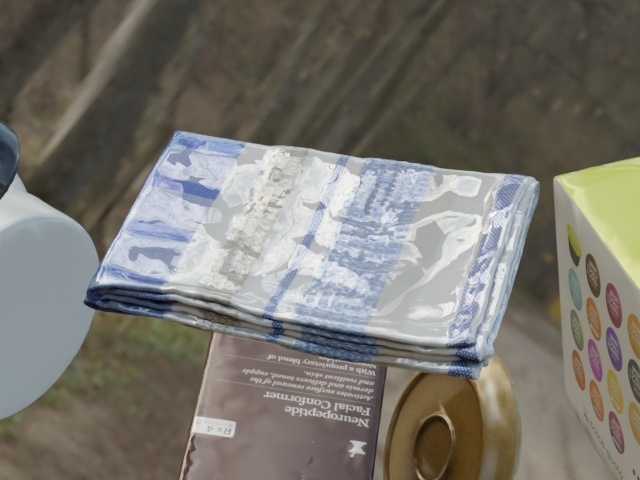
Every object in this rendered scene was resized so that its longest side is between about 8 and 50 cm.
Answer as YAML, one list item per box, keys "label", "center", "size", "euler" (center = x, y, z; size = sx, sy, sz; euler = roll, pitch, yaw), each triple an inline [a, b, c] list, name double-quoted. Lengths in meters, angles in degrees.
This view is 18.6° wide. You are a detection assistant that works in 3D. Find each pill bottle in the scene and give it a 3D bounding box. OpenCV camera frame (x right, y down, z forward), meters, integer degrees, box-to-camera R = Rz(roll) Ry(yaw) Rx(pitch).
- label: "pill bottle"
  center: [-0.391, -0.012, 1.676]
  size: [0.392, 0.224, 0.224]
  euler: [28, -5, 31]

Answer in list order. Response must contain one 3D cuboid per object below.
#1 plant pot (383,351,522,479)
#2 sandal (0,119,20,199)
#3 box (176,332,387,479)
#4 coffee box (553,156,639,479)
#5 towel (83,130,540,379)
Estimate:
- label: "plant pot"
  center: [0.128, 0.220, 2.034]
  size: [0.032, 0.236, 0.236]
  euler: [12, 15, -28]
- label: "sandal"
  center: [-0.315, -0.011, 1.356]
  size: [0.054, 0.254, 0.097]
  euler: [32, 28, -41]
- label: "box"
  center: [-0.048, 0.258, 1.913]
  size: [0.191, 0.143, 0.381]
  euler: [9, 41, 0]
- label: "coffee box"
  center: [0.482, 0.103, 2.221]
  size: [0.337, 0.338, 0.334]
  euler: [-116, -164, -57]
- label: "towel"
  center: [0.000, 0.000, 1.350]
  size: [0.285, 0.209, 0.034]
  euler: [9, -50, 14]
